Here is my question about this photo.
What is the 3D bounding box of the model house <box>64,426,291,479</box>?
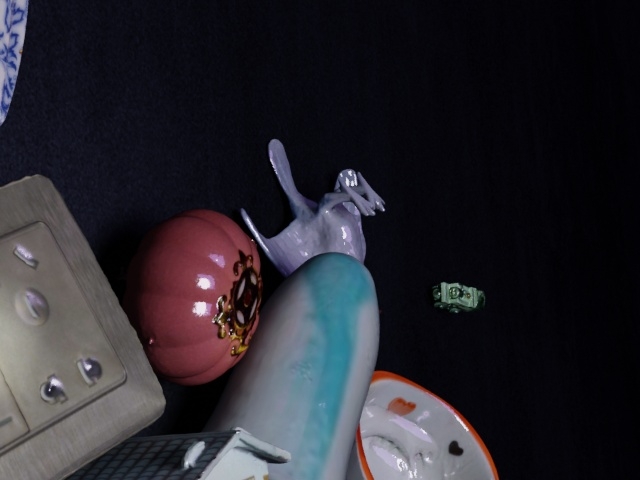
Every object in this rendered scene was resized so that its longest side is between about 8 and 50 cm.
[{"bbox_3d":[-0.145,0.284,1.259,0.198,0.224,0.215,-12,92,-56],"label":"model house"}]

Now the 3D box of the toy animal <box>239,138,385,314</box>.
[{"bbox_3d":[0.000,0.000,1.696,0.255,0.176,0.239,47,27,13],"label":"toy animal"}]

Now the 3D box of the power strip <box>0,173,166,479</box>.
[{"bbox_3d":[-0.280,0.092,1.200,0.251,0.092,0.257,-28,92,-58],"label":"power strip"}]

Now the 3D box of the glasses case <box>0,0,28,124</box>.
[{"bbox_3d":[-0.313,-0.216,1.270,0.065,0.087,0.248,36,51,-63],"label":"glasses case"}]

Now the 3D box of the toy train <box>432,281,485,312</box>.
[{"bbox_3d":[0.193,0.081,1.980,0.083,0.053,0.033,22,64,-54],"label":"toy train"}]

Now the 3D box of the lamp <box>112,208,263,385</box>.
[{"bbox_3d":[-0.137,0.057,1.426,0.182,0.140,0.182,7,90,-68],"label":"lamp"}]

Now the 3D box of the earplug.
[{"bbox_3d":[-0.019,0.153,1.502,0.185,0.185,0.324,51,46,-36],"label":"earplug"}]

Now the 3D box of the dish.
[{"bbox_3d":[0.090,0.285,1.606,0.256,0.117,0.256,34,32,-25],"label":"dish"}]

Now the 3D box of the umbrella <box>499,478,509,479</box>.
[{"bbox_3d":[0.175,0.352,1.830,0.340,0.118,0.118,2,80,-56],"label":"umbrella"}]
